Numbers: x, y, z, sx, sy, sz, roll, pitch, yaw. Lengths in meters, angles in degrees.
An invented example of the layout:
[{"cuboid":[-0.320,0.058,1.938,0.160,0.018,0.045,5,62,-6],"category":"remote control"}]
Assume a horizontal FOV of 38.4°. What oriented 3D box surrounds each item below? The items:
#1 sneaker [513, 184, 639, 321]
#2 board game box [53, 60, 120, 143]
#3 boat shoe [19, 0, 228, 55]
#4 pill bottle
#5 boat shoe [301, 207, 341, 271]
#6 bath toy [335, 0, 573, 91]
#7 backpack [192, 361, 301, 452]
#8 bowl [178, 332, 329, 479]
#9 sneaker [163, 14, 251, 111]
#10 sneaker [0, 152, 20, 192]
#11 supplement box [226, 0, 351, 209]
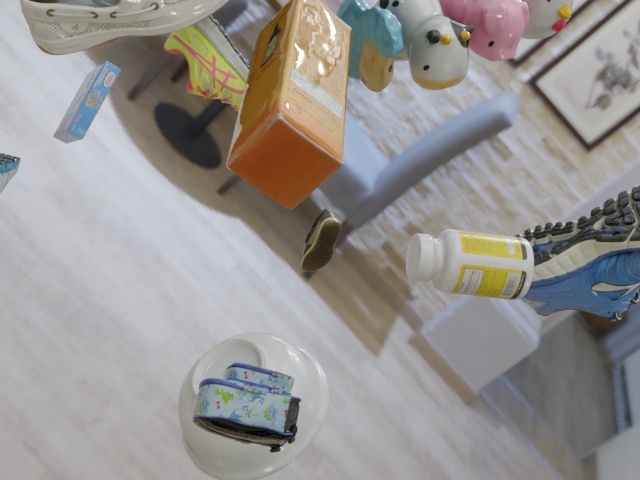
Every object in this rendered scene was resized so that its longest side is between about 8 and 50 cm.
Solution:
[{"cuboid":[0.427,0.026,1.309,0.147,0.330,0.129,52,39,-25],"category":"sneaker"},{"cuboid":[-0.481,-0.279,1.883,0.039,0.160,0.211,30,-8,-23],"category":"board game box"},{"cuboid":[-0.232,-0.312,1.136,0.096,0.277,0.098,81,-13,-63],"category":"boat shoe"},{"cuboid":[0.148,0.023,0.920,0.116,0.065,0.065,7,37,-12],"category":"pill bottle"},{"cuboid":[0.000,0.000,1.750,0.056,0.152,0.049,5,49,-24],"category":"boat shoe"},{"cuboid":[0.192,-0.279,1.153,0.348,0.129,0.151,-20,81,-28],"category":"bath toy"},{"cuboid":[-0.086,0.188,1.057,0.114,0.105,0.084,13,67,-9],"category":"backpack"},{"cuboid":[-0.144,0.273,1.664,0.297,0.298,0.134,-104,170,-46],"category":"bowl"},{"cuboid":[-0.138,-0.223,1.292,0.208,0.094,0.081,52,5,0],"category":"sneaker"},{"cuboid":[-0.436,-0.058,1.151,0.071,0.082,0.190,7,21,8],"category":"sneaker"},{"cuboid":[-0.023,-0.139,0.850,0.080,0.078,0.233,33,37,-24],"category":"supplement box"}]
